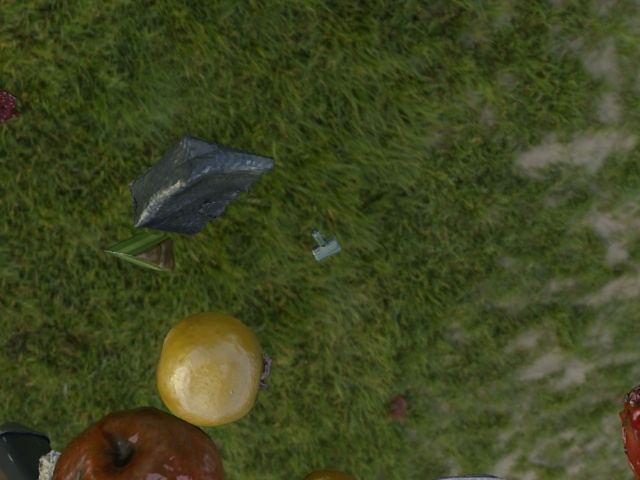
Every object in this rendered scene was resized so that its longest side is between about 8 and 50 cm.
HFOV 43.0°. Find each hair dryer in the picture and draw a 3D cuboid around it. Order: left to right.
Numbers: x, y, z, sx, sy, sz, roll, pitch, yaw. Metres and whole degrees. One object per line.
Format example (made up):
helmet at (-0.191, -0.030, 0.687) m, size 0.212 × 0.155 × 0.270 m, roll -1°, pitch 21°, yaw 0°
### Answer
hair dryer at (0.000, 0.000, 2.011) m, size 0.071 × 0.047 × 0.150 m, roll -29°, pitch 152°, yaw 3°

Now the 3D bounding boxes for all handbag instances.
handbag at (-0.217, -0.087, 1.429) m, size 0.175 × 0.089 × 0.270 m, roll 12°, pitch 145°, yaw -42°

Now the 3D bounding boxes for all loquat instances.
loquat at (-0.246, 0.295, 1.904) m, size 0.274 × 0.275 × 0.275 m, roll -9°, pitch 122°, yaw -14°

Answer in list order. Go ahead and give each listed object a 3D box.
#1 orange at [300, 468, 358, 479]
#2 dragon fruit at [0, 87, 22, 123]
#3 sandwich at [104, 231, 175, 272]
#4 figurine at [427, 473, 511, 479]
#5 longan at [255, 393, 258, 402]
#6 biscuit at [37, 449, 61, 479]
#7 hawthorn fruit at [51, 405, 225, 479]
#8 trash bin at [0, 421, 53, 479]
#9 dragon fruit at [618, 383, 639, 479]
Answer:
orange at (0.012, 0.478, 1.424) m, size 0.156 × 0.124 × 0.156 m, roll -1°, pitch 97°, yaw -12°
dragon fruit at (-0.695, -0.258, 1.488) m, size 0.261 × 0.189 × 0.163 m, roll 30°, pitch 77°, yaw -37°
sandwich at (-0.330, 0.039, 1.493) m, size 0.074 × 0.116 × 0.074 m, roll 10°, pitch 112°, yaw 25°
figurine at (0.145, 0.474, 1.086) m, size 0.284 × 0.206 × 0.316 m, roll -28°, pitch 136°, yaw -29°
longan at (-0.223, 0.355, 2.171) m, size 0.159 × 0.185 × 0.204 m, roll -10°, pitch 118°, yaw 30°
biscuit at (-0.450, 0.454, 1.486) m, size 0.061 × 0.108 × 0.239 m, roll 4°, pitch 158°, yaw 9°
hawthorn fruit at (-0.259, 0.378, 1.177) m, size 0.258 × 0.262 × 0.258 m, roll -12°, pitch 160°, yaw -5°
trash bin at (-0.747, 0.600, 2.022) m, size 0.182 × 0.290 × 0.210 m, roll 24°, pitch 95°, yaw -48°
dragon fruit at (0.548, 0.308, 1.220) m, size 0.209 × 0.172 × 0.172 m, roll 22°, pitch 116°, yaw 9°
